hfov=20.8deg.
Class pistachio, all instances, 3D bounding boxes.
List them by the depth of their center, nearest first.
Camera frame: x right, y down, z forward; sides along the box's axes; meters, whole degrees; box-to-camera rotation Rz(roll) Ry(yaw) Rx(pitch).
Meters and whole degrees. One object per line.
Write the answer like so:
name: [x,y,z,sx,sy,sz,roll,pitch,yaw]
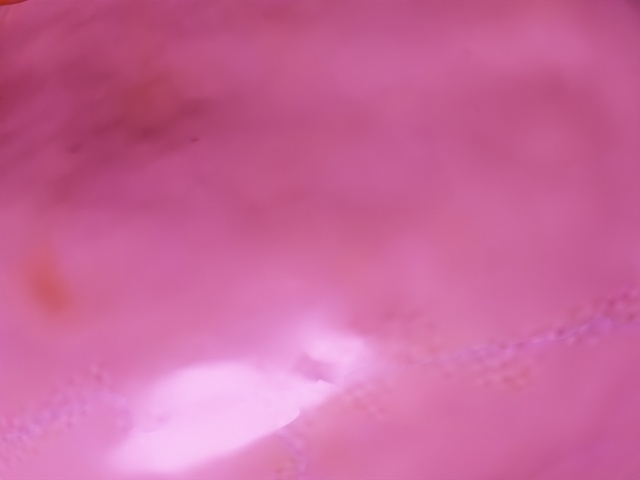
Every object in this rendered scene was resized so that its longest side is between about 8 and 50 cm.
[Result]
pistachio: [0.000,0.000,0.530,0.321,0.229,0.238,-27,108,29]

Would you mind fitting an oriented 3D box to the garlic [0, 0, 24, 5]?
garlic: [-0.115,-0.114,0.448,0.207,0.128,0.115,-1,139,32]
